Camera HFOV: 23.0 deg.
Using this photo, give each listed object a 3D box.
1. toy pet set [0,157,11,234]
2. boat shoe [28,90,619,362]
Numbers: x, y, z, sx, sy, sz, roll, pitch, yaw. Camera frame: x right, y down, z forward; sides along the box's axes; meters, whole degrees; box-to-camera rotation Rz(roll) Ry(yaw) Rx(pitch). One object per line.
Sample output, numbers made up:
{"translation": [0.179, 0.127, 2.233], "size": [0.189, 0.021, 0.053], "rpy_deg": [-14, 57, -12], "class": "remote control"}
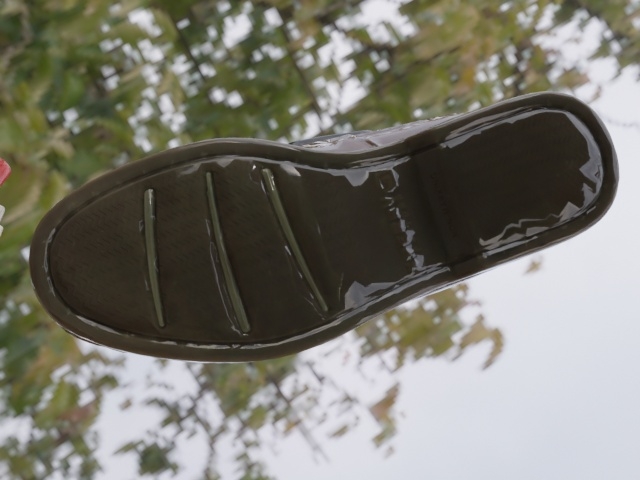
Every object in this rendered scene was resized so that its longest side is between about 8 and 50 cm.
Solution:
{"translation": [-0.187, 0.005, 0.603], "size": [0.122, 0.065, 0.114], "rpy_deg": [18, -32, 2], "class": "toy pet set"}
{"translation": [0.000, 0.000, 0.814], "size": [0.104, 0.307, 0.111], "rpy_deg": [159, -79, -73], "class": "boat shoe"}
